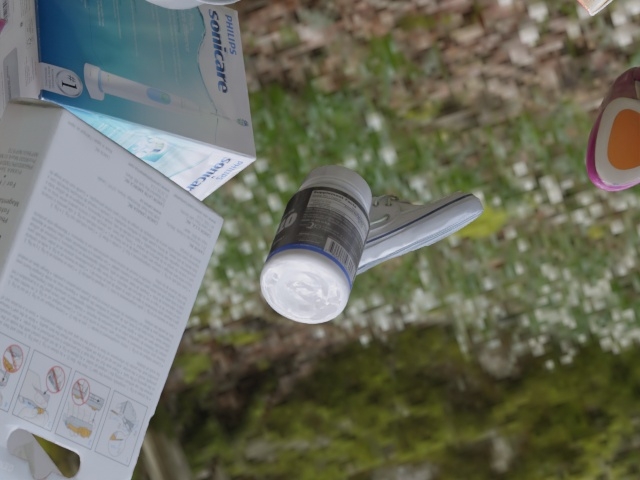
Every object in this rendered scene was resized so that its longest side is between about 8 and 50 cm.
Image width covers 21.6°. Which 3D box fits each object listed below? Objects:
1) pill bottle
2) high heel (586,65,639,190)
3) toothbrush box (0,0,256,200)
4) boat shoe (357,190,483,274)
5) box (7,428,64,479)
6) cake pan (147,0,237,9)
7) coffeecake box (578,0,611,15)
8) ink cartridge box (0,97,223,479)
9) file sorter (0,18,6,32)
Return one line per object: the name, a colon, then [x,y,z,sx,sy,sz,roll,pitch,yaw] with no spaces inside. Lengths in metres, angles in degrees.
pill bottle: [0.000,0.000,1.452,0.078,0.078,0.137,-12,-146,24]
high heel: [0.286,-0.101,1.623,0.117,0.082,0.244,-44,-170,44]
toothbrush box: [-0.233,-0.191,1.946,0.295,0.216,0.126,13,147,-38]
boat shoe: [0.068,-0.017,1.885,0.226,0.076,0.083,-24,171,12]
box: [-0.279,0.225,1.548,0.063,0.324,0.067,-44,-160,-31]
cake pan: [-0.180,-0.361,1.738,0.054,0.293,0.293,-31,-170,31]
coffeecake box: [0.117,-0.223,0.901,0.068,0.185,0.142,-42,-177,26]
ink cartridge box: [-0.168,0.050,1.108,0.066,0.189,0.232,13,-104,36]
file sorter: [-0.473,-0.196,1.638,0.182,0.290,0.202,-64,-167,-4]
